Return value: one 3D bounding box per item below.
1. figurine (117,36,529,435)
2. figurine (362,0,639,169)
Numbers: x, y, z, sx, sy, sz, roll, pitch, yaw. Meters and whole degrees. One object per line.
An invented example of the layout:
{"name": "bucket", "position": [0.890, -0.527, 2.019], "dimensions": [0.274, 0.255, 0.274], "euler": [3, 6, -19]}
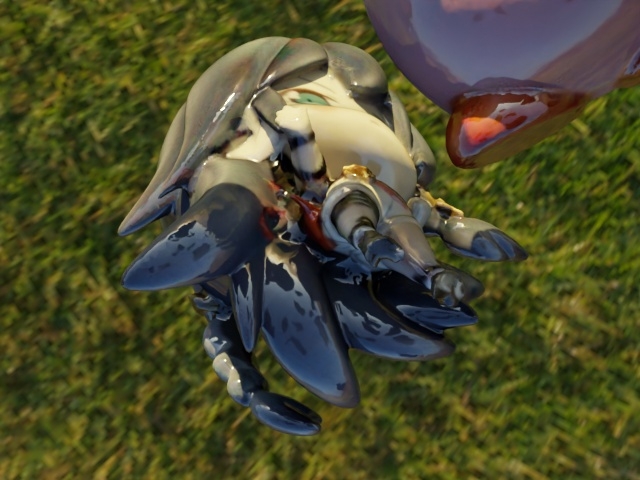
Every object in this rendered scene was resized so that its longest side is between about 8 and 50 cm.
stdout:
{"name": "figurine", "position": [-0.009, -0.010, 0.959], "dimensions": [0.197, 0.265, 0.175], "euler": [-26, 115, 20]}
{"name": "figurine", "position": [0.100, -0.142, 0.823], "dimensions": [0.173, 0.173, 0.173], "euler": [7, 110, 19]}
